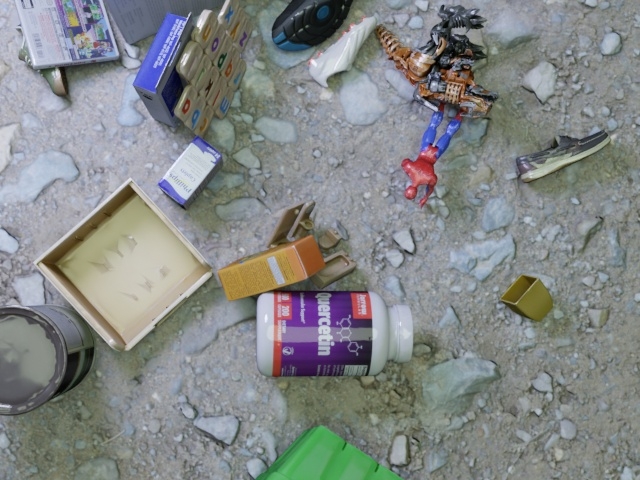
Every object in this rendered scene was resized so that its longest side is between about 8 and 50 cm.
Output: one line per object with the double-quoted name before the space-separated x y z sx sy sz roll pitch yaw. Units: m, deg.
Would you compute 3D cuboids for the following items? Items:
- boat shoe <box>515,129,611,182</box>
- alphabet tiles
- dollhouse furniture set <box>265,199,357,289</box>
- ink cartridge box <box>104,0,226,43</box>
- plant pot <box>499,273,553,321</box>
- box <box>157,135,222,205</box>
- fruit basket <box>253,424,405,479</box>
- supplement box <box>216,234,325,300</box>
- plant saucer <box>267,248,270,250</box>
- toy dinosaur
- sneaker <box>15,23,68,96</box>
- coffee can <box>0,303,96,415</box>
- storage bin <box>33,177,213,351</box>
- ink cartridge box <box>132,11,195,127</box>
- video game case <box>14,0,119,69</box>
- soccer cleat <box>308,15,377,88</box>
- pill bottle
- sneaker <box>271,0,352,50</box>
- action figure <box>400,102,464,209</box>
"boat shoe" 0.549 -0.205 1.803 0.223 0.080 0.073 -26 93 -1
"alphabet tiles" -0.221 -0.359 1.653 0.021 0.284 0.278 21 84 12
"dollhouse furniture set" 0.000 0.000 1.696 0.151 0.123 0.144 46 43 18
"ink cartridge box" -0.265 -0.561 1.649 0.385 0.308 0.091 -27 90 -6
"plant pot" 0.468 0.135 1.775 0.083 0.081 0.081 44 84 -12
"box" -0.277 -0.143 1.709 0.072 0.126 0.137 38 84 -2
"fruit basket" 0.015 0.606 1.597 0.392 0.283 0.392 4 73 -12
"supplement box" -0.107 0.060 1.662 0.233 0.078 0.080 -20 97 38
"plant saucer" -0.084 0.047 1.768 0.083 0.013 0.084 0 85 -5
"toy dinosaur" 0.258 -0.398 1.747 0.322 0.164 0.218 41 80 2
"sneaker" -0.611 -0.396 1.734 0.086 0.064 0.192 -14 82 -5
"coffee can" -0.574 0.227 1.584 0.201 0.275 0.202 0 86 -4
"storage bin" -0.405 0.058 1.687 0.262 0.123 0.260 -43 90 -7
"ink cartridge box" -0.306 -0.347 1.618 0.065 0.333 0.165 25 83 -3
"video game case" -0.552 -0.473 1.722 0.183 0.023 0.201 -14 78 -25
"soccer cleat" 0.059 -0.425 1.791 0.196 0.068 0.076 -41 95 1
"pill bottle" 0.026 0.196 1.681 0.322 0.181 0.182 0 86 -5
"sneaker" 0.009 -0.565 1.786 0.341 0.125 0.139 -43 63 -3
"action figure" 0.239 -0.187 1.782 0.091 0.139 0.280 28 62 1
